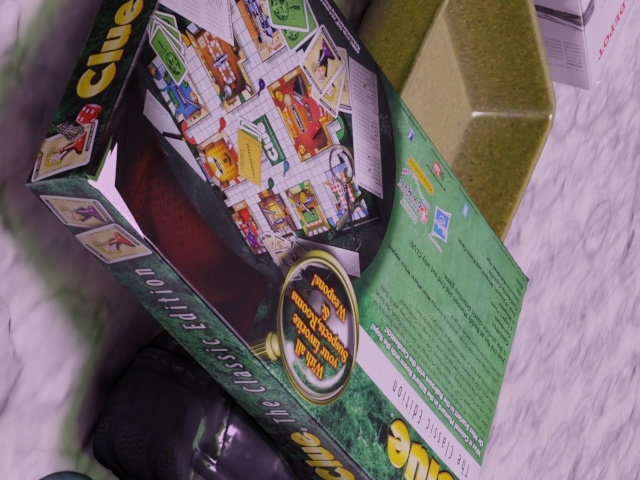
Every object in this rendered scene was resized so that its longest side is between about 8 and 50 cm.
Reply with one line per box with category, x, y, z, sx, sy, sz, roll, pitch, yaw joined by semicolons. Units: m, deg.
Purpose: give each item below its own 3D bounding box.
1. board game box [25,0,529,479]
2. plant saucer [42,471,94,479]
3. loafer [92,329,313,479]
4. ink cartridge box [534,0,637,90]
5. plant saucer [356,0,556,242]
board game box;0.000;0.000;0.674;0.259;0.030;0.136;51;45;-44
plant saucer;-0.094;0.140;0.665;0.119;0.021;0.119;-47;144;-49
loafer;-0.014;0.091;0.751;0.078;0.076;0.223;-60;151;-15
ink cartridge box;0.120;-0.154;0.938;0.099;0.056;0.135;-63;156;-25
plant saucer;0.041;-0.035;0.843;0.188;0.045;0.188;-65;156;-22
